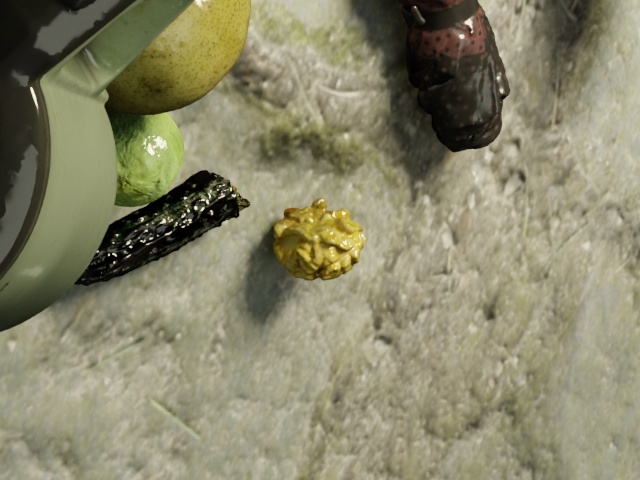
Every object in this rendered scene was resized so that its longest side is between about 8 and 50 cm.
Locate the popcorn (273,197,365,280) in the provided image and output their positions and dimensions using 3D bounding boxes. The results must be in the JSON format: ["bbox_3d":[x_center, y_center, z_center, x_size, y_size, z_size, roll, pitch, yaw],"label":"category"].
[{"bbox_3d":[0.000,0.000,1.698,0.083,0.082,0.057,-21,119,-24],"label":"popcorn"}]

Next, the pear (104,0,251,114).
[{"bbox_3d":[-0.133,-0.177,1.492,0.167,0.167,0.136,-56,146,-7],"label":"pear"}]

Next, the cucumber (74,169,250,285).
[{"bbox_3d":[-0.139,-0.007,1.617,0.181,0.053,0.053,-30,122,-22],"label":"cucumber"}]

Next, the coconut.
[{"bbox_3d":[-0.153,-0.069,1.561,0.088,0.096,0.088,-1,112,-3],"label":"coconut"}]

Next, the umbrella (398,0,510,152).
[{"bbox_3d":[0.098,-0.225,1.691,0.094,0.090,0.326,-30,122,-21],"label":"umbrella"}]

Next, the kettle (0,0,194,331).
[{"bbox_3d":[-0.223,-0.080,1.247,0.361,0.377,0.250,-33,91,-2],"label":"kettle"}]
